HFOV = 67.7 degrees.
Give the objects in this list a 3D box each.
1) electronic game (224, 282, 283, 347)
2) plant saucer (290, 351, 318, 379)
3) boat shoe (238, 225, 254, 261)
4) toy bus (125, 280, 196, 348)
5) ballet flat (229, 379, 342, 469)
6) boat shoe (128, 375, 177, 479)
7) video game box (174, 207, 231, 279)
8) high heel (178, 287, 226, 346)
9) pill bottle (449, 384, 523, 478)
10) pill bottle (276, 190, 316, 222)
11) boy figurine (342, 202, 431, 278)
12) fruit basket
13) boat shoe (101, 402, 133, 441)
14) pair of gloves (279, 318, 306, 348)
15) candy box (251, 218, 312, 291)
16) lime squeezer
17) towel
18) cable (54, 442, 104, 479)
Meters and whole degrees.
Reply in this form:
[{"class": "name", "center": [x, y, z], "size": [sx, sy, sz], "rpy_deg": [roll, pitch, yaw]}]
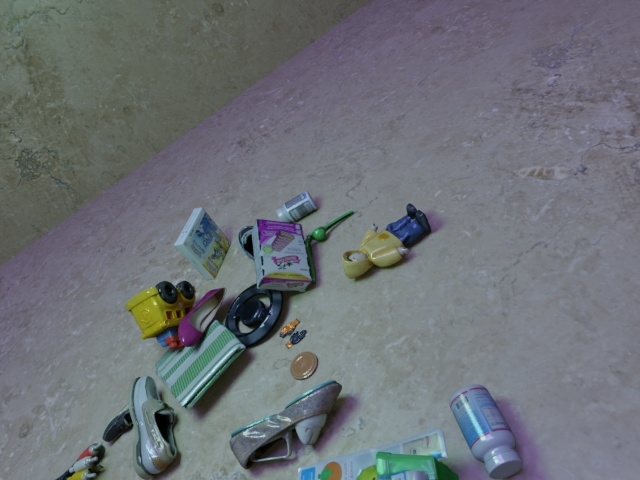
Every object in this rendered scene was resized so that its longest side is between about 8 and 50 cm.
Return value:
[{"class": "electronic game", "center": [-0.211, 0.229, 1.504], "size": [0.229, 0.048, 0.229], "rpy_deg": [-23, 44, 24]}, {"class": "plant saucer", "center": [-0.047, 0.338, 1.296], "size": [0.083, 0.013, 0.083], "rpy_deg": [-21, 39, 18]}, {"class": "boat shoe", "center": [-0.219, 0.010, 1.690], "size": [0.121, 0.119, 0.335], "rpy_deg": [-41, 38, -9]}, {"class": "toy bus", "center": [-0.487, 0.251, 1.556], "size": [0.149, 0.220, 0.211], "rpy_deg": [-32, 76, 19]}, {"class": "ballet flat", "center": [-0.069, 0.451, 1.140], "size": [0.316, 0.107, 0.106], "rpy_deg": [-32, 57, 11]}, {"class": "boat shoe", "center": [-0.466, 0.507, 1.352], "size": [0.103, 0.113, 0.302], "rpy_deg": [-30, 48, 3]}, {"class": "video game box", "center": [-0.432, 0.013, 1.773], "size": [0.048, 0.205, 0.187], "rpy_deg": [-7, 46, 29]}, {"class": "high heel", "center": [-0.366, 0.237, 1.510], "size": [0.117, 0.082, 0.244], "rpy_deg": [-39, 11, 18]}, {"class": "pill bottle", "center": [0.322, 0.370, 0.931], "size": [0.087, 0.087, 0.160], "rpy_deg": [-28, 38, 8]}, {"class": "pill bottle", "center": [-0.090, -0.118, 1.768], "size": [0.137, 0.078, 0.078], "rpy_deg": [-29, 38, 6]}, {"class": "boy figurine", "center": [0.182, 0.007, 1.427], "size": [0.285, 0.092, 0.177], "rpy_deg": [-33, 40, -4]}, {"class": "fruit basket", "center": [0.085, 0.536, 0.868], "size": [0.353, 0.165, 0.327], "rpy_deg": [-21, 39, 21]}, {"class": "boat shoe", "center": [-0.591, 0.543, 1.438], "size": [0.049, 0.056, 0.152], "rpy_deg": [13, 57, 50]}, {"class": "pair of gloves", "center": [-0.082, 0.271, 1.398], "size": [0.074, 0.010, 0.083], "rpy_deg": [-39, 38, -6]}, {"class": "candy box", "center": [-0.127, 0.045, 1.516], "size": [0.071, 0.159, 0.233], "rpy_deg": [120, 147, -45]}, {"class": "lime squeezer", "center": [0.000, 0.000, 1.593], "size": [0.110, 0.059, 0.310], "rpy_deg": [3, 50, 39]}, {"class": "towel", "center": [-0.377, 0.357, 1.461], "size": [0.248, 0.038, 0.325], "rpy_deg": [-47, 28, -18]}, {"class": "cable", "center": [-0.741, 0.679, 1.389], "size": [0.287, 0.072, 0.139], "rpy_deg": [-28, 32, 9]}]
